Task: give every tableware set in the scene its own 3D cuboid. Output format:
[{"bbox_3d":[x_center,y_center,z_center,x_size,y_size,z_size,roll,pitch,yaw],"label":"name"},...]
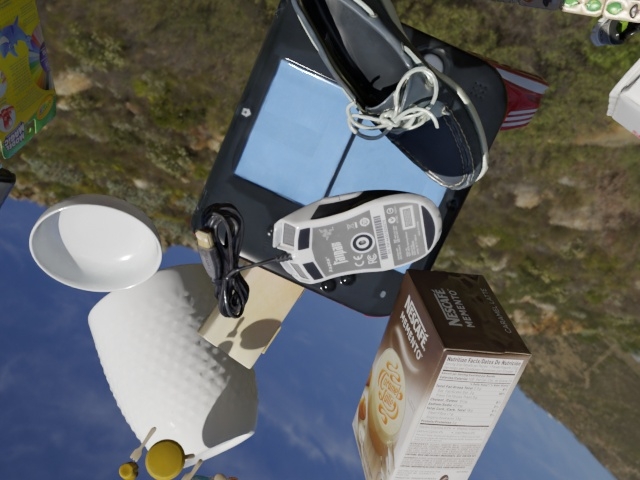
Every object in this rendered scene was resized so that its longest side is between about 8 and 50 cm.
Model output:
[{"bbox_3d":[-0.173,0.307,0.768,0.154,0.104,0.024,32,160,11],"label":"tableware set"}]

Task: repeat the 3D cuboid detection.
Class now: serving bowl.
[{"bbox_3d":[-0.148,-0.002,0.429,0.083,0.083,0.027,37,-150,-36],"label":"serving bowl"}]

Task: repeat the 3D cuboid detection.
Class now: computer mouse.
[{"bbox_3d":[0.000,0.000,0.516,0.042,0.193,0.106,-99,-3,-57],"label":"computer mouse"}]

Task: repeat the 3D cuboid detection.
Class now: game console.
[{"bbox_3d":[0.039,-0.114,0.891,0.342,0.387,0.060,24,-171,-4],"label":"game console"}]

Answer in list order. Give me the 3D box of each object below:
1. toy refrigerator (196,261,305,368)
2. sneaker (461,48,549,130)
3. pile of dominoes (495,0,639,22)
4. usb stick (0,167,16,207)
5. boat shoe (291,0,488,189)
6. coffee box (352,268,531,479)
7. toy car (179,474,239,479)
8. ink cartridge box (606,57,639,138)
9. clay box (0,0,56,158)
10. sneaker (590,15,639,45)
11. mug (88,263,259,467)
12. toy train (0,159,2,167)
[{"bbox_3d":[-0.073,0.061,1.001,0.094,0.269,0.102,38,166,-12],"label":"toy refrigerator"},{"bbox_3d":[0.304,-0.278,1.216,0.221,0.128,0.087,26,-154,17],"label":"sneaker"},{"bbox_3d":[0.345,-0.397,0.843,0.251,0.196,0.040,16,-143,18],"label":"pile of dominoes"},{"bbox_3d":[-0.645,-0.020,1.169,0.045,0.278,0.077,45,-161,19],"label":"usb stick"},{"bbox_3d":[0.066,-0.142,0.590,0.254,0.095,0.079,55,-139,-18],"label":"boat shoe"},{"bbox_3d":[0.122,0.172,0.719,0.098,0.246,0.141,7,-151,-15],"label":"coffee box"},{"bbox_3d":[-0.194,0.442,0.986,0.238,0.210,0.219,-44,-61,-76],"label":"toy car"},{"bbox_3d":[0.347,-0.042,0.396,0.306,0.131,0.226,43,-160,12],"label":"ink cartridge box"},{"bbox_3d":[-0.375,-0.218,0.739,0.053,0.222,0.127,11,-140,7],"label":"clay box"},{"bbox_3d":[0.602,-0.438,1.226,0.063,0.170,0.075,36,-168,-32],"label":"sneaker"},{"bbox_3d":[-0.292,0.278,1.274,0.276,0.374,0.328,-7,-117,-45],"label":"mug"},{"bbox_3d":[-0.533,-0.151,0.951,0.046,0.125,0.166,9,-177,21],"label":"toy train"}]
